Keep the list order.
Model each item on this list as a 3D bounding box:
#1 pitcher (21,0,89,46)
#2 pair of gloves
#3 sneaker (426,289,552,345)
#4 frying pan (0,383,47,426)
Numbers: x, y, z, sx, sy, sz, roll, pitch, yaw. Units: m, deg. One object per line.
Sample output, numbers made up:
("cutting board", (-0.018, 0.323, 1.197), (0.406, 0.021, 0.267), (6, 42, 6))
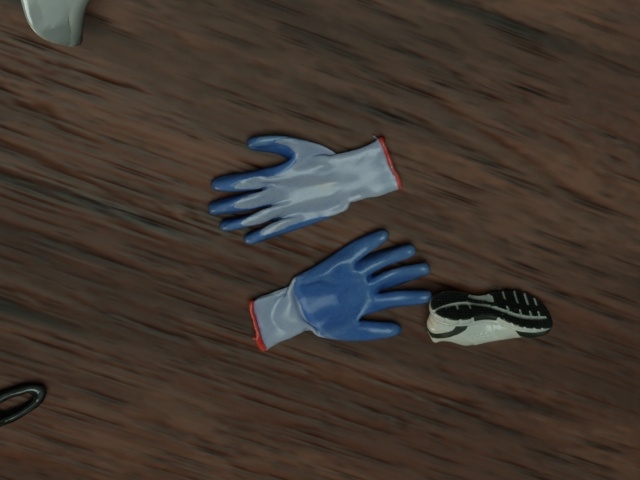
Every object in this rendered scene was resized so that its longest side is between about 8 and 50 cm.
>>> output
("pitcher", (-0.153, -0.268, 1.046), (0.207, 0.125, 0.178), (-34, 90, 19))
("pair of gloves", (0.000, 0.000, 1.185), (0.159, 0.023, 0.198), (-16, 109, 3))
("sneaker", (0.139, 0.067, 1.210), (0.109, 0.040, 0.043), (6, 137, -9))
("frying pan", (-0.390, 0.224, 1.232), (0.326, 0.053, 0.197), (-2, 109, 1))
